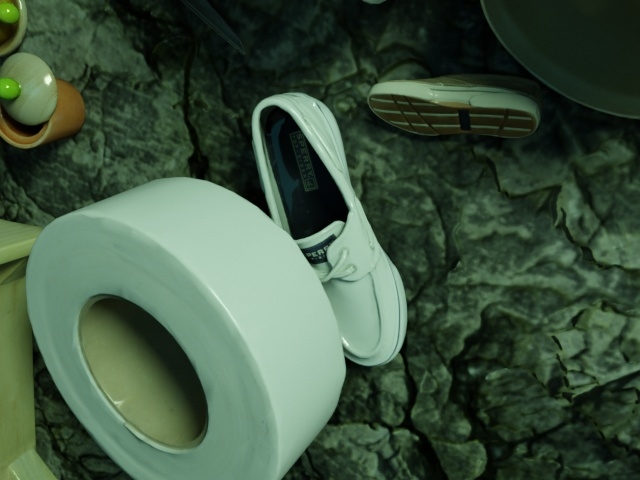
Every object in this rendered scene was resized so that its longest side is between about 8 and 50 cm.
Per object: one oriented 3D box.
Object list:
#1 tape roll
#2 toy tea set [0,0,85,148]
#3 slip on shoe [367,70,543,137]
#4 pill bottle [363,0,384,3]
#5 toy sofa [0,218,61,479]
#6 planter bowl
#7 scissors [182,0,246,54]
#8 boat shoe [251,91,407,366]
[{"bbox_3d":[-0.125,0.093,0.485,0.286,0.100,0.286,15,120,27],"label":"tape roll"},{"bbox_3d":[-0.398,-0.174,0.533,0.336,0.124,0.199,4,104,16],"label":"toy tea set"},{"bbox_3d":[0.107,-0.114,0.443,0.136,0.051,0.041,9,65,23],"label":"slip on shoe"},{"bbox_3d":[0.125,-0.320,0.301,0.361,0.204,0.204,-29,93,20],"label":"pill bottle"},{"bbox_3d":[-0.397,0.154,0.597,0.177,0.150,0.362,11,106,13],"label":"toy sofa"},{"bbox_3d":[0.200,-0.171,0.350,0.162,0.162,0.109,39,88,5],"label":"planter bowl"},{"bbox_3d":[-0.179,-0.274,0.504,0.109,0.021,0.297,-29,94,18],"label":"scissors"},{"bbox_3d":[0.000,0.000,0.476,0.095,0.084,0.258,-22,95,20],"label":"boat shoe"}]
